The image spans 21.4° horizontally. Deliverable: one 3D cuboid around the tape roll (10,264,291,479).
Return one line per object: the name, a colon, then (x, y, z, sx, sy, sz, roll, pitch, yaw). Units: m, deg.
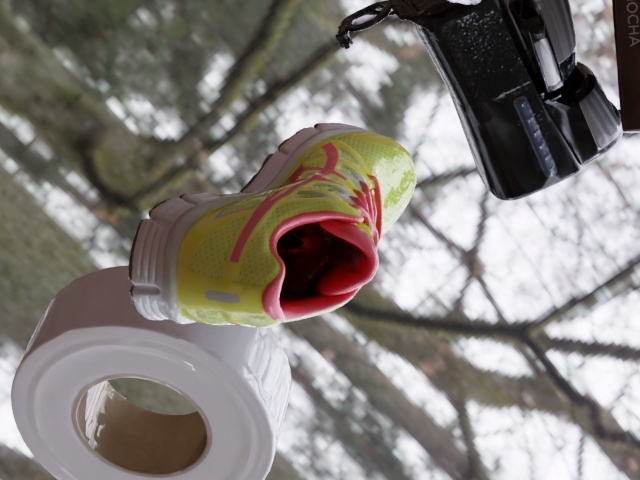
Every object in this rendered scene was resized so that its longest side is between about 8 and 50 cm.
tape roll: (-0.177, 0.165, 1.785, 0.286, 0.286, 0.100, -17, -147, 24)

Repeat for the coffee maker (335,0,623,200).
coffee maker: (0.130, -0.130, 1.319, 0.171, 0.178, 0.120, -12, -148, 24)

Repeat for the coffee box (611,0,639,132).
coffee box: (0.310, -0.181, 1.341, 0.119, 0.297, 0.168, -3, -82, 19)

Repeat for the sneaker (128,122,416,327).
sneaker: (0.000, 0.000, 0.871, 0.094, 0.081, 0.208, 12, -152, 33)

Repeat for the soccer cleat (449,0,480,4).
soccer cleat: (0.053, -0.261, 0.750, 0.116, 0.318, 0.108, 15, -147, 10)
